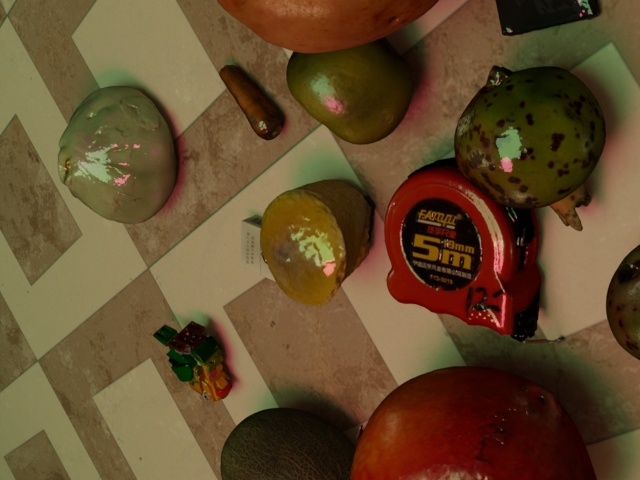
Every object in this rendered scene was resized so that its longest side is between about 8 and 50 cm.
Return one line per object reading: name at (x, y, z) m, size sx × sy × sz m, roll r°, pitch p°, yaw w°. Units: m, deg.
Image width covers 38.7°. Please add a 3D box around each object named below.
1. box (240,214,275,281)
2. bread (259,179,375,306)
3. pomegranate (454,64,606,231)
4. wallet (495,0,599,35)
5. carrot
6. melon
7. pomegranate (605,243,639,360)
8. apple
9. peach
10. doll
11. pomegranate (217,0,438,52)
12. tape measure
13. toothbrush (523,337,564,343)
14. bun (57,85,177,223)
box at (-0.083, 0.023, 1.716) m, size 0.152 × 0.048 × 0.100 m, roll 21°, pitch 123°, yaw 32°
bread at (-0.004, 0.000, 1.544) m, size 0.197 × 0.170 × 0.197 m, roll 18°, pitch 121°, yaw 34°
pomegranate at (0.293, -0.126, 1.233) m, size 0.198 × 0.246 × 0.198 m, roll -19°, pitch 58°, yaw 33°
wallet at (0.275, -0.422, 1.211) m, size 0.146 × 0.030 × 0.286 m, roll -2°, pitch 107°, yaw 46°
carrot at (-0.124, -0.249, 1.632) m, size 0.161 × 0.055 × 0.055 m, roll 55°, pitch 135°, yaw 19°
melon at (-0.059, 0.443, 1.738) m, size 0.301 × 0.237 × 0.238 m, roll 16°, pitch 118°, yaw 42°
pomegranate at (0.474, 0.079, 1.170) m, size 0.179 × 0.210 × 0.180 m, roll -172°, pitch 90°, yaw -66°
apple at (0.048, -0.242, 1.386) m, size 0.157 × 0.196 × 0.196 m, roll -43°, pitch 77°, yaw 19°
peach at (0.227, 0.358, 1.374) m, size 0.370 × 0.370 × 0.370 m, roll 18°, pitch 119°, yaw 36°
doll at (-0.261, 0.260, 1.933) m, size 0.134 × 0.106 × 0.186 m, roll -12°, pitch 116°, yaw 49°
pomegranate at (0.013, -0.449, 1.207) m, size 0.411 × 0.411 × 0.412 m, roll 18°, pitch 119°, yaw 36°
tape measure at (0.219, 0.003, 1.387) m, size 0.253 × 0.114 × 0.261 m, roll 14°, pitch 113°, yaw 38°
toothbrush at (0.333, 0.150, 1.360) m, size 0.008 × 0.096 × 0.006 m, roll -46°, pitch 55°, yaw 37°
bun at (-0.436, -0.165, 1.853) m, size 0.293 × 0.187 × 0.293 m, roll 15°, pitch 115°, yaw 35°
